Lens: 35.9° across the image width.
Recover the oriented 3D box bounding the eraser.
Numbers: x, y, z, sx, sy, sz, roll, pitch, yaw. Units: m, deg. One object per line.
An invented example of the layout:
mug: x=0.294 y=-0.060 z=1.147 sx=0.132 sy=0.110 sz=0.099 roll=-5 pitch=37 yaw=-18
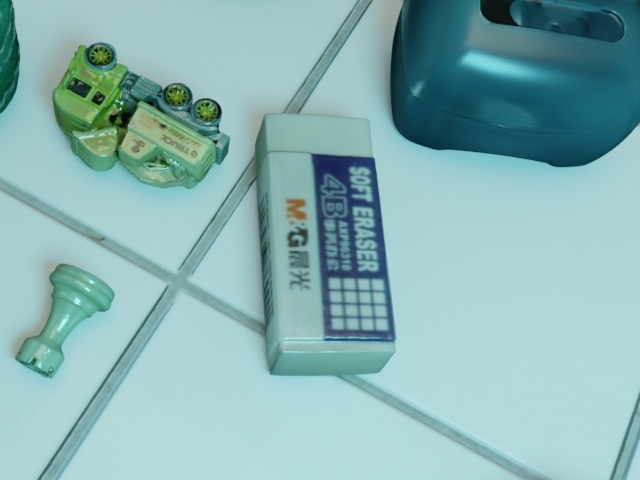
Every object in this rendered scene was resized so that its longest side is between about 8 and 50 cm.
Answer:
eraser: x=0.000 y=0.000 z=1.043 sx=0.124 sy=0.081 sz=0.278 roll=1 pitch=63 yaw=-12

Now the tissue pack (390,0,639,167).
tissue pack: x=0.231 y=-0.207 z=1.131 sx=0.288 sy=0.206 sz=0.198 roll=8 pitch=63 yaw=-7

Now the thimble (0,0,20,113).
thimble: x=-0.458 y=-0.218 z=1.009 sx=0.288 sy=0.167 sz=0.254 roll=27 pitch=60 yaw=1

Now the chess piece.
chess piece: x=-0.253 y=0.080 z=0.962 sx=0.067 sy=0.067 sz=0.103 roll=27 pitch=69 yaw=2

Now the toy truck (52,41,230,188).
toy truck: x=-0.198 y=-0.119 z=1.063 sx=0.191 sy=0.085 sz=0.116 roll=28 pitch=66 yaw=0
